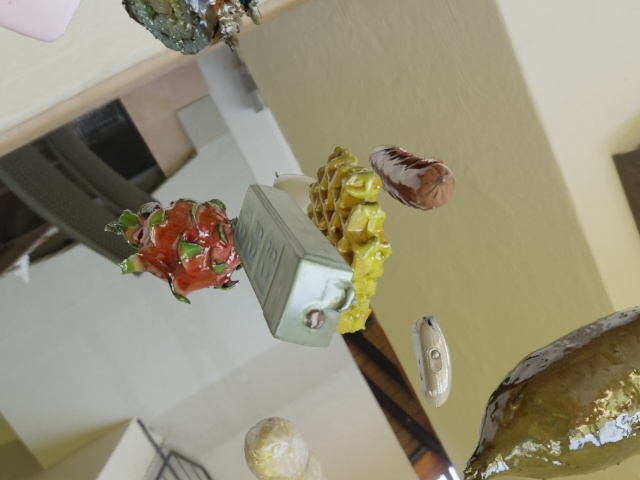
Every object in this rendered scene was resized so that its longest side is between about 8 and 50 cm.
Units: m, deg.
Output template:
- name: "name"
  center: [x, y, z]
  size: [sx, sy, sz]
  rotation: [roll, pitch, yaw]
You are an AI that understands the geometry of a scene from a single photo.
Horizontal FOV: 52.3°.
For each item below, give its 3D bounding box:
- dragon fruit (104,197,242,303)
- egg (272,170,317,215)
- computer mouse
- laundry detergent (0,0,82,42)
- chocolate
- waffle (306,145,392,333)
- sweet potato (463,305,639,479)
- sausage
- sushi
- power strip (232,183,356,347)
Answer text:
- name: "dragon fruit"
  center: [-0.206, 0.002, 0.897]
  size: [0.236, 0.135, 0.137]
  rotation: [13, -167, 12]
- name: "egg"
  center: [-0.002, 0.008, 1.172]
  size: [0.162, 0.271, 0.206]
  rotation: [-2, -173, 6]
- name: "computer mouse"
  center: [0.298, 0.314, 1.717]
  size: [0.082, 0.236, 0.145]
  rotation: [-6, 171, -1]
- name: "laundry detergent"
  center: [-0.360, -0.319, 0.566]
  size: [0.159, 0.335, 0.088]
  rotation: [-54, -153, 14]
- name: "chocolate"
  center: [-0.075, 0.473, 1.388]
  size: [0.134, 0.309, 0.134]
  rotation: [-10, -131, 12]
- name: "waffle"
  center: [0.030, -0.027, 0.883]
  size: [0.057, 0.219, 0.229]
  rotation: [-3, -132, -16]
- name: "sweet potato"
  center: [0.307, 0.156, 0.684]
  size: [0.370, 0.157, 0.158]
  rotation: [-12, -164, -8]
- name: "sausage"
  center: [0.144, -0.112, 1.109]
  size: [0.088, 0.088, 0.433]
  rotation: [-28, -167, 1]
- name: "sushi"
  center: [-0.233, -0.481, 1.211]
  size: [0.225, 0.238, 0.218]
  rotation: [28, -113, 27]
- name: "power strip"
  center: [-0.036, 0.011, 0.611]
  size: [0.052, 0.078, 0.272]
  rotation: [14, -165, -21]
